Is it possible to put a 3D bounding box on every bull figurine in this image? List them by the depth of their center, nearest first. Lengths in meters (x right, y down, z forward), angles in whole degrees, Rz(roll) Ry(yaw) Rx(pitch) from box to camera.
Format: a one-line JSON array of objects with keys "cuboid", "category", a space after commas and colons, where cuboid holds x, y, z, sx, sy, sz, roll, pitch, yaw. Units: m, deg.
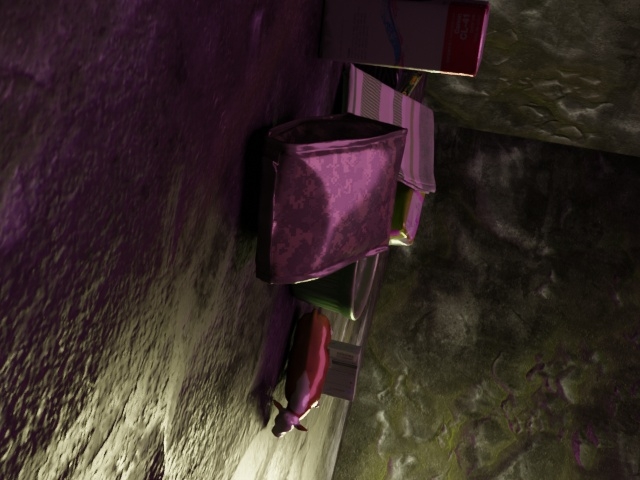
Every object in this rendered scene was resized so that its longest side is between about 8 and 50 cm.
[{"cuboid": [-0.036, 0.320, 1.637, 0.188, 0.101, 0.310, 72, 33, -78], "category": "bull figurine"}]

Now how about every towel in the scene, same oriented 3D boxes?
[{"cuboid": [0.172, -0.267, 1.666, 0.325, 0.038, 0.247, 17, 68, -40], "category": "towel"}]

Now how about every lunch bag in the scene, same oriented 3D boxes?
[{"cuboid": [-0.007, -0.075, 1.134, 0.287, 0.169, 0.235, -20, 124, -48], "category": "lunch bag"}]

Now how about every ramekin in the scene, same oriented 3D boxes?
[{"cuboid": [0.041, 0.017, 1.545, 0.303, 0.148, 0.303, 11, 90, -77], "category": "ramekin"}]

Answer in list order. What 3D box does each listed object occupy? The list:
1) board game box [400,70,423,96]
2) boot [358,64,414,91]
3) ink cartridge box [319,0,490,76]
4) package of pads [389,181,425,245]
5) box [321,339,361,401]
[{"cuboid": [0.260, -0.454, 2.308, 0.259, 0.030, 0.136, -57, 180, 23], "category": "board game box"}, {"cuboid": [0.223, -0.582, 1.888, 0.445, 0.146, 0.367, -50, 160, -62], "category": "boot"}, {"cuboid": [0.174, -0.421, 1.365, 0.226, 0.306, 0.131, -59, 157, -63], "category": "ink cartridge box"}, {"cuboid": [0.160, -0.128, 1.805, 0.101, 0.229, 0.296, 57, 42, -50], "category": "package of pads"}, {"cuboid": [0.034, 0.362, 1.929, 0.038, 0.145, 0.186, -61, 160, -55], "category": "box"}]
